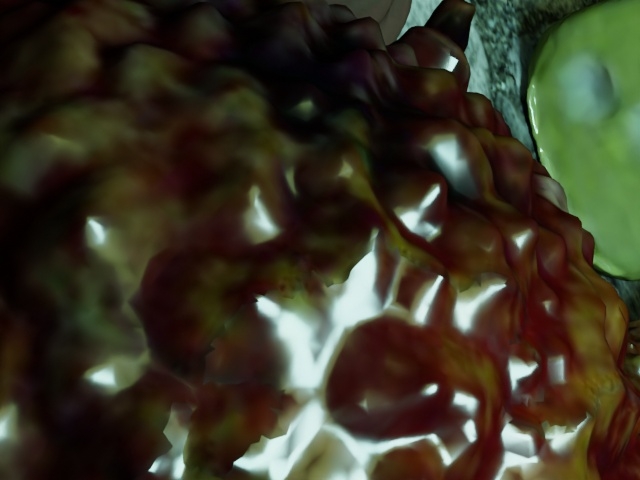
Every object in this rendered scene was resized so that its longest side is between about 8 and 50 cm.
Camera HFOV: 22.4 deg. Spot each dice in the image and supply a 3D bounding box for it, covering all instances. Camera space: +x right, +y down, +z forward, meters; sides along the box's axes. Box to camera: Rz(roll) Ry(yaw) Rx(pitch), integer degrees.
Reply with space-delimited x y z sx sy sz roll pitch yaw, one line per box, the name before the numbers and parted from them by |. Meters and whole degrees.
dice | 0.333 -0.105 1.365 0.227 0.238 0.233 -16 91 -51

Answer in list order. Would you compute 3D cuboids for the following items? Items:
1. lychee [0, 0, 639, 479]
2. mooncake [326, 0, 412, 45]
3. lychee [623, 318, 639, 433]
lychee | -0.069 0.076 0.641 0.500 0.424 0.424 -46 115 -23
mooncake | -0.088 -0.227 0.939 0.334 0.174 0.326 12 70 -50
lychee | 0.194 0.160 1.095 0.236 0.271 0.236 -4 90 -77
